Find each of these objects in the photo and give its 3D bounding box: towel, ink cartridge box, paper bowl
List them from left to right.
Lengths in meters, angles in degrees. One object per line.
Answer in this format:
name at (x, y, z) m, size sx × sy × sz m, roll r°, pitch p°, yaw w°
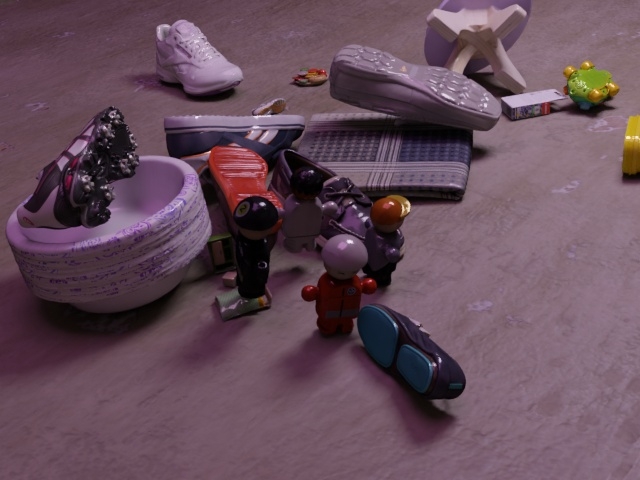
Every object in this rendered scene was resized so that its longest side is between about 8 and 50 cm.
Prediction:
paper bowl at (-0.301, -0.001, 1.348) m, size 0.284 × 0.148 × 0.284 m, roll -9°, pitch 30°, yaw 5°
towel at (0.110, -0.151, 1.654) m, size 0.324 × 0.056 × 0.312 m, roll 2°, pitch 33°, yaw 11°
ink cartridge box at (0.420, -0.268, 1.801) m, size 0.115 × 0.029 × 0.063 m, roll -10°, pitch 28°, yaw -7°

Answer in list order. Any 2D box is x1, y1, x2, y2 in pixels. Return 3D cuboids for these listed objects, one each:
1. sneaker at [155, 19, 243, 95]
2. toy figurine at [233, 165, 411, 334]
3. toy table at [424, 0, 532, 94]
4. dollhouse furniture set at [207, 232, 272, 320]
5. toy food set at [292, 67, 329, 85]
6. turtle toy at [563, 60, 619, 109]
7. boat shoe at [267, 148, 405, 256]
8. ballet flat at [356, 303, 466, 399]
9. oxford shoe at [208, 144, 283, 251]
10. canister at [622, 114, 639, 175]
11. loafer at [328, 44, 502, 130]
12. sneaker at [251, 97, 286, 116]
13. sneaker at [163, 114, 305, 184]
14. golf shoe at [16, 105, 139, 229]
sneaker at (-0.297, -0.424, 2.126) m, size 0.114 × 0.152 × 0.305 m, roll -27°, pitch 36°, yaw -35°
toy figurine at (0.000, 0.000, 1.249) m, size 0.213 × 0.148 × 0.209 m, roll 23°, pitch 38°, yaw 22°
toy table at (0.326, -0.418, 1.909) m, size 0.252 × 0.274 × 0.161 m, roll 25°, pitch 40°, yaw -9°
dollhouse furniture set at (-0.124, 0.047, 1.322) m, size 0.076 × 0.058 × 0.151 m, roll -14°, pitch 29°, yaw -12°
toy food set at (-0.022, -0.377, 2.110) m, size 0.082 × 0.020 × 0.083 m, roll 1°, pitch 30°, yaw 15°
turtle toy at (0.529, -0.297, 1.786) m, size 0.130 × 0.066 × 0.095 m, roll -20°, pitch 57°, yaw -31°
boat shoe at (0.018, -0.057, 1.423) m, size 0.103 × 0.092 × 0.285 m, roll -22°, pitch 40°, yaw -33°
ballet flat at (0.112, 0.136, 1.109) m, size 0.074 × 0.074 × 0.203 m, roll -17°, pitch 24°, yaw -17°
oxford shoe at (-0.130, -0.065, 1.463) m, size 0.097 × 0.098 × 0.271 m, roll 1°, pitch 34°, yaw -17°
canister at (0.591, -0.153, 1.508) m, size 0.170 × 0.073 × 0.126 m, roll 6°, pitch 31°, yaw 20°
loafer at (0.169, -0.260, 1.667) m, size 0.319 × 0.111 × 0.112 m, roll 21°, pitch 43°, yaw 10°
sneaker at (-0.111, -0.284, 1.950) m, size 0.083 × 0.032 × 0.037 m, roll -30°, pitch 36°, yaw -36°
sneaker at (-0.151, -0.167, 1.666) m, size 0.126 × 0.127 × 0.321 m, roll 2°, pitch 9°, yaw 42°
golf shoe at (-0.340, -0.107, 1.302) m, size 0.120 × 0.105 × 0.273 m, roll -13°, pitch 28°, yaw 14°
